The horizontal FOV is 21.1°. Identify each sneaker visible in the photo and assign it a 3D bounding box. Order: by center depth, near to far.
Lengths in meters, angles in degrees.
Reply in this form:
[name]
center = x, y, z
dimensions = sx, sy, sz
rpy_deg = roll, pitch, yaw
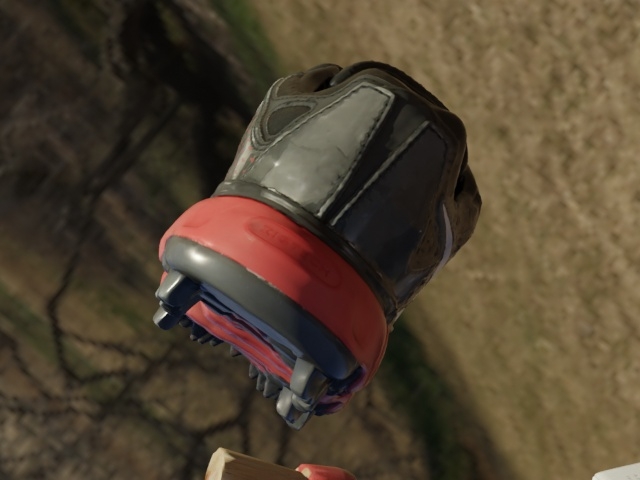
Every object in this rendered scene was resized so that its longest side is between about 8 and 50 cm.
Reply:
[sneaker]
center = 0.000, 0.000, 0.698
dimensions = 0.098, 0.135, 0.276
rpy_deg = 36, 170, 1

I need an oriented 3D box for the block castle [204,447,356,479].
[block castle]
center = -0.065, 0.463, 1.749
dimensions = 0.213, 0.453, 0.303
rpy_deg = 20, 133, -24

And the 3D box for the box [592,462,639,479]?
[box]
center = 0.389, 0.279, 1.358
dimensions = 0.168, 0.345, 0.215
rpy_deg = -129, 36, -52
